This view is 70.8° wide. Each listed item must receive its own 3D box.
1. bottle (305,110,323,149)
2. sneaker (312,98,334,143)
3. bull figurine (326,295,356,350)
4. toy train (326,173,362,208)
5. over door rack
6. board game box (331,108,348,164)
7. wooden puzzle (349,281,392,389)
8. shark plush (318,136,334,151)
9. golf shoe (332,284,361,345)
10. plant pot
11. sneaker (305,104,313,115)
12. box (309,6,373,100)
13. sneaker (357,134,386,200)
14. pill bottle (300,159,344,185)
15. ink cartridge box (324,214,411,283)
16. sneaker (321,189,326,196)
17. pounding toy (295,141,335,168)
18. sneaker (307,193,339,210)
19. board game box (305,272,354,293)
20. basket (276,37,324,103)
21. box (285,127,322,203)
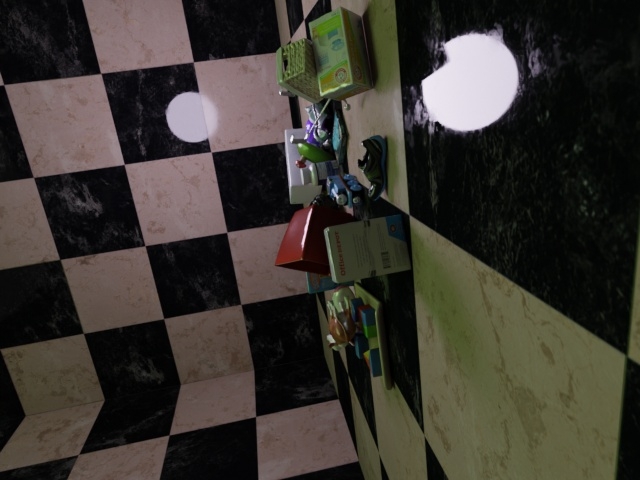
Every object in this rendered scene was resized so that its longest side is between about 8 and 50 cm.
[{"bbox_3d":[-0.023,-0.491,2.092,0.283,0.092,0.118,96,-179,-67],"label":"bottle"},{"bbox_3d":[0.025,-0.523,1.886,0.098,0.083,0.224,-20,68,49],"label":"sneaker"},{"bbox_3d":[0.077,0.329,1.753,0.310,0.101,0.189,117,143,-73],"label":"bull figurine"},{"bbox_3d":[0.086,-0.177,1.616,0.184,0.105,0.080,-110,12,-58],"label":"toy train"},{"bbox_3d":[0.004,-0.499,1.468,0.324,0.108,0.240,-39,55,42],"label":"over door rack"},{"bbox_3d":[0.073,-0.398,1.743,0.186,0.026,0.126,94,165,-64],"label":"board game box"},{"bbox_3d":[0.177,0.352,1.711,0.348,0.080,0.322,-131,32,-77],"label":"wooden puzzle"},{"bbox_3d":[0.041,-0.443,1.975,0.161,0.073,0.067,-69,-4,-62],"label":"shark plush"},{"bbox_3d":[0.134,0.341,2.026,0.140,0.115,0.306,-131,24,-57],"label":"golf shoe"},{"bbox_3d":[0.000,0.000,1.812,0.267,0.267,0.236,-14,66,60],"label":"plant pot"},{"bbox_3d":[-0.027,-0.612,2.202,0.166,0.065,0.076,-105,-8,-60],"label":"sneaker"},{"bbox_3d":[0.057,-0.500,1.225,0.114,0.103,0.203,-7,93,38],"label":"box"},{"bbox_3d":[0.140,-0.200,1.248,0.067,0.078,0.188,-109,11,-55],"label":"sneaker"},{"bbox_3d":[0.006,-0.277,1.865,0.094,0.169,0.094,171,90,-84],"label":"pill bottle"},{"bbox_3d":[0.121,0.022,1.191,0.086,0.203,0.148,164,97,-83],"label":"ink cartridge box"},{"bbox_3d":[0.019,-0.239,2.431,0.035,0.031,0.083,-93,6,-50],"label":"sneaker"},{"bbox_3d":[-0.041,-0.353,2.006,0.110,0.182,0.237,-62,1,2],"label":"pounding toy"},{"bbox_3d":[-0.019,-0.137,1.993,0.109,0.286,0.130,28,132,25],"label":"sneaker"},{"bbox_3d":[0.039,0.143,2.013,0.047,0.210,0.160,-116,18,-66],"label":"board game box"},{"bbox_3d":[-0.033,-0.482,1.285,0.103,0.167,0.113,-9,77,40],"label":"basket"},{"bbox_3d":[-0.096,-0.400,2.434,0.215,0.168,0.345,100,164,-70],"label":"box"}]
